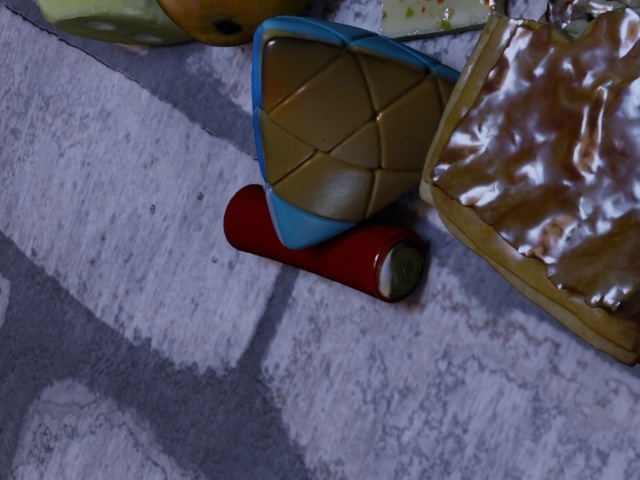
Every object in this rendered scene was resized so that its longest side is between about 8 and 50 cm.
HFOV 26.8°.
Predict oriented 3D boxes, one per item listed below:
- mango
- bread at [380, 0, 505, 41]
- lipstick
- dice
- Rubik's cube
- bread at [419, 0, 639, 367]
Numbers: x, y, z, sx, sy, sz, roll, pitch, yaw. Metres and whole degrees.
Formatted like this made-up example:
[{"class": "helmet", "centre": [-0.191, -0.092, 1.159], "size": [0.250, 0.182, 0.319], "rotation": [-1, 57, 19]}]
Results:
[{"class": "mango", "centre": [-0.069, -0.363, 1.456], "size": [0.211, 0.173, 0.317], "rotation": [18, 86, 45]}, {"class": "bread", "centre": [0.122, -0.242, 1.355], "size": [0.154, 0.028, 0.068], "rotation": [-1, 87, 44]}, {"class": "lipstick", "centre": [0.000, 0.000, 1.404], "size": [0.241, 0.080, 0.080], "rotation": [19, 98, 43]}, {"class": "dice", "centre": [-0.223, -0.325, 1.587], "size": [0.169, 0.169, 0.166], "rotation": [2, 87, 43]}, {"class": "Rubik's cube", "centre": [0.047, -0.151, 1.346], "size": [0.254, 0.254, 0.254], "rotation": [-6, 81, 42]}, {"class": "bread", "centre": [0.286, -0.105, 1.080], "size": [0.314, 0.191, 0.370], "rotation": [45, 110, 41]}]
